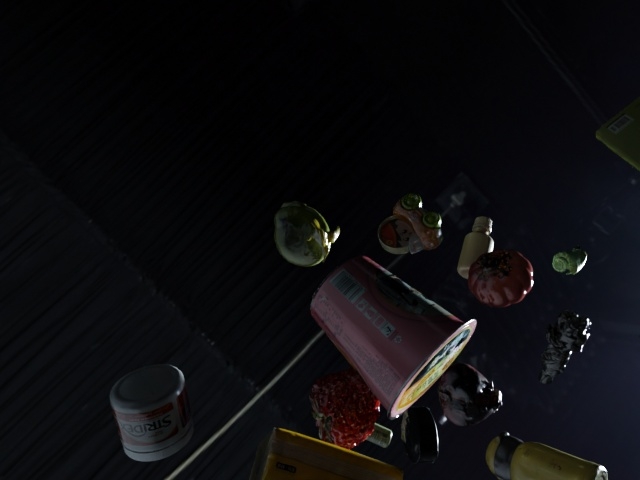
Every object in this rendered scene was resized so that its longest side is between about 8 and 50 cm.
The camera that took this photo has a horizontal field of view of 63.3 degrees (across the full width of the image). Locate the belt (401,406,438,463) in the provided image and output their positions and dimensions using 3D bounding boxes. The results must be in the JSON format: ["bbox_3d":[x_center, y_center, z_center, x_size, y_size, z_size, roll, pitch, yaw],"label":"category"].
[{"bbox_3d":[0.332,0.650,1.745,0.199,0.078,0.151,-100,-162,-52],"label":"belt"}]

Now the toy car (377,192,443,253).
[{"bbox_3d":[0.323,-0.034,1.925,0.235,0.235,0.145,36,-15,33],"label":"toy car"}]

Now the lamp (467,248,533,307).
[{"bbox_3d":[0.501,0.099,1.455,0.182,0.182,0.140,29,-21,50],"label":"lamp"}]

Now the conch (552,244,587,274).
[{"bbox_3d":[0.979,0.081,2.015,0.106,0.170,0.079,62,-26,19],"label":"conch"}]

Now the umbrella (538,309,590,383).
[{"bbox_3d":[0.937,0.414,2.011,0.128,0.154,0.337,-111,-166,-53],"label":"umbrella"}]

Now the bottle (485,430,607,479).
[{"bbox_3d":[0.697,0.731,1.643,0.351,0.172,0.172,7,-38,49],"label":"bottle"}]

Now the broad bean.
[{"bbox_3d":[-0.084,-0.026,2.123,0.291,0.238,0.119,50,15,18],"label":"broad bean"}]

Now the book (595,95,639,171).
[{"bbox_3d":[0.810,-0.243,1.163,0.035,0.239,0.352,39,22,-29],"label":"book"}]

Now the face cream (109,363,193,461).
[{"bbox_3d":[-0.469,0.476,1.456,0.201,0.200,0.187,26,-54,55],"label":"face cream"}]

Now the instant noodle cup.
[{"bbox_3d":[0.122,0.164,0.988,0.255,0.244,0.244,41,-13,28],"label":"instant noodle cup"}]

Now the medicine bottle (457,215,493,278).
[{"bbox_3d":[0.613,0.025,2.027,0.114,0.253,0.114,17,-26,8],"label":"medicine bottle"}]

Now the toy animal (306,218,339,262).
[{"bbox_3d":[0.000,0.000,1.996,0.095,0.155,0.219,22,19,18],"label":"toy animal"}]

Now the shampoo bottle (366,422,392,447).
[{"bbox_3d":[0.220,0.820,2.224,0.161,0.079,0.079,23,-15,3],"label":"shampoo bottle"}]

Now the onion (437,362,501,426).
[{"bbox_3d":[0.621,0.658,2.245,0.281,0.281,0.221,45,16,1],"label":"onion"}]

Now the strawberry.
[{"bbox_3d":[0.090,0.575,1.793,0.261,0.257,0.261,53,-27,42],"label":"strawberry"}]

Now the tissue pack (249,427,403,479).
[{"bbox_3d":[-0.003,0.693,1.434,0.381,0.228,0.293,21,-32,-5],"label":"tissue pack"}]
